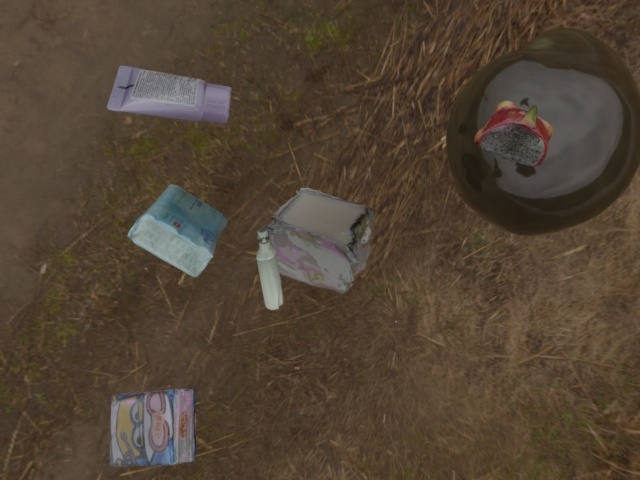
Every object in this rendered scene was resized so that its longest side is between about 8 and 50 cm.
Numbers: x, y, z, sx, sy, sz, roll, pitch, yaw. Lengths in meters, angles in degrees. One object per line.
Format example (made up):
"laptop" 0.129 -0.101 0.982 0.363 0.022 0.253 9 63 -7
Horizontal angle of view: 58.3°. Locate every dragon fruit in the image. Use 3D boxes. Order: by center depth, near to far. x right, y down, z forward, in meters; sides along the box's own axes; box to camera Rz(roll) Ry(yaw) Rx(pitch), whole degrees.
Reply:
"dragon fruit" 0.227 -0.129 0.661 0.083 0.060 0.056 23 53 6

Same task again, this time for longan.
"longan" 0.426 -0.197 1.088 0.336 0.405 0.404 16 82 52

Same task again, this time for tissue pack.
"tissue pack" -0.273 0.300 0.925 0.155 0.065 0.115 -15 72 34
"tissue pack" -0.320 -0.033 1.340 0.177 0.263 0.089 33 107 -12

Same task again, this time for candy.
"candy" 0.000 0.000 1.132 0.195 0.185 0.137 18 123 13

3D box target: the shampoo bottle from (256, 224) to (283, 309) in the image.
"shampoo bottle" -0.083 0.042 0.910 0.034 0.049 0.141 -1 123 8

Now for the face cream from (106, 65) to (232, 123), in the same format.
"face cream" -0.352 -0.342 1.363 0.274 0.096 0.154 8 57 -10
